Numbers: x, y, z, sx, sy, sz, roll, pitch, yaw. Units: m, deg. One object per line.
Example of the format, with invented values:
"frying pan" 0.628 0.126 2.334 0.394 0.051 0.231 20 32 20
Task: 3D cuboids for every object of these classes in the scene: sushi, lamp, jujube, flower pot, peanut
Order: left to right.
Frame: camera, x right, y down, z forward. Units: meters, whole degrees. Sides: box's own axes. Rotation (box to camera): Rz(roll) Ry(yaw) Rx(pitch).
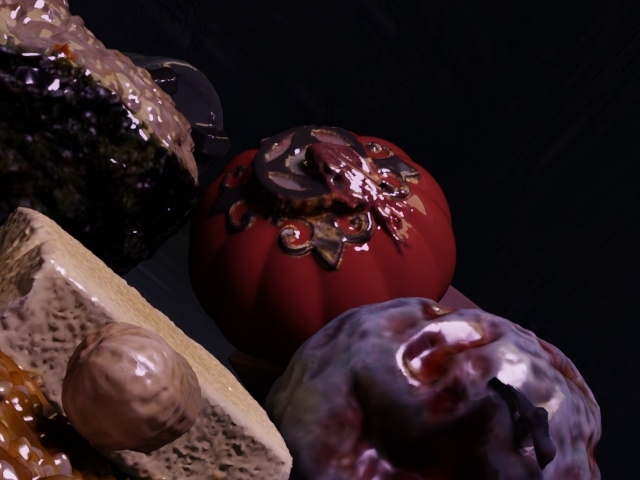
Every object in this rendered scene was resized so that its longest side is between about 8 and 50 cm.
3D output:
"sushi" -0.249 -0.121 0.964 0.350 0.171 0.211 42 1 -8
"peanut" -0.076 0.061 0.489 0.054 0.054 0.113 43 -7 7
"flower pot" -0.337 -0.223 2.374 0.299 0.299 0.283 43 -10 -34
"lamp" 0.000 0.000 0.987 0.227 0.227 0.227 43 -1 1
"jujube" 0.076 0.143 0.783 0.226 0.226 0.317 42 -5 10

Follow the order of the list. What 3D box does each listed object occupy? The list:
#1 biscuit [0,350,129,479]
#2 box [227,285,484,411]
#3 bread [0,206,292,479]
"biscuit" -0.147 0.047 0.378 0.305 0.038 0.305 43 -1 1
"box" 0.048 0.120 1.073 0.215 0.215 0.086 42 -17 56
"bread" -0.105 0.073 0.640 0.188 0.068 0.125 44 -2 -25
